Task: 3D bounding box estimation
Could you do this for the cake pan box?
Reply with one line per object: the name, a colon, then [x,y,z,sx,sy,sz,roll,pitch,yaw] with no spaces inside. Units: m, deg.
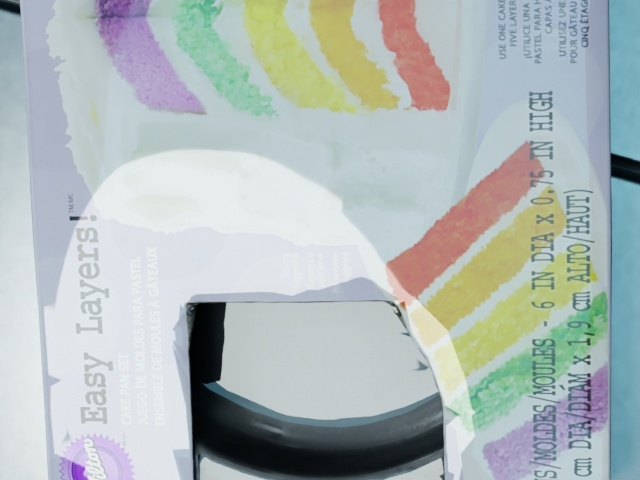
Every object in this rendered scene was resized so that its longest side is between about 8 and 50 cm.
cake pan box: [0.000,0.000,0.506,0.245,0.070,0.267,1,97,11]
